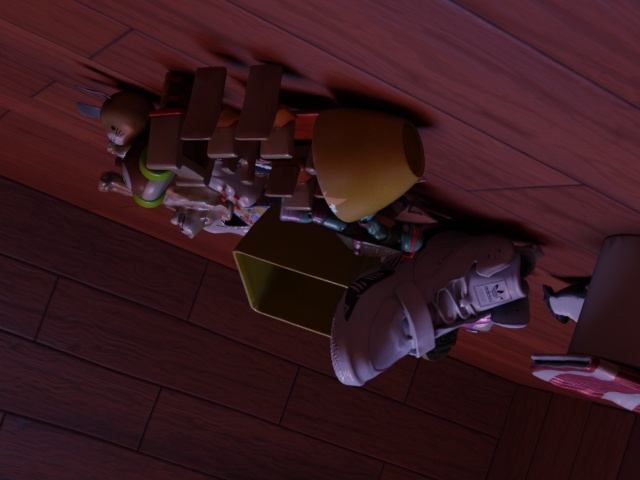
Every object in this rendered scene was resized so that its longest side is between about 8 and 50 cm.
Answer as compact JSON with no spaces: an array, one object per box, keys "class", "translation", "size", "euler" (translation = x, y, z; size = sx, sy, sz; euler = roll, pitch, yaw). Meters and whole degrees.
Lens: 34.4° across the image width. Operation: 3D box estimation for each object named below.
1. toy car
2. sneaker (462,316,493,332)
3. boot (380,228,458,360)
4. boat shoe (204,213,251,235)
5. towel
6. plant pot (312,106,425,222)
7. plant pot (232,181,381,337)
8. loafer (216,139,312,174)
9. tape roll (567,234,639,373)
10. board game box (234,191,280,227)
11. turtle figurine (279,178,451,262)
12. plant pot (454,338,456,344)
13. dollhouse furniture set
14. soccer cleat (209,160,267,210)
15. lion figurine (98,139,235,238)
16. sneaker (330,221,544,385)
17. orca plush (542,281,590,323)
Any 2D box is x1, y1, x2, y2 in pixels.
[{"class":"toy car","translation":[-0.285,-0.161,1.532],"size":[0.188,0.149,0.155],"euler":[32,159,-4]},{"class":"sneaker","translation":[0.259,0.121,1.867],"size":[0.252,0.103,0.111],"euler":[-15,127,42]},{"class":"boot","translation":[0.129,0.081,1.849],"size":[0.089,0.236,0.269],"euler":[2,-179,-36]},{"class":"boat shoe","translation":[-0.212,-0.048,2.362],"size":[0.184,0.066,0.063],"euler":[19,158,27]},{"class":"towel","translation":[0.461,0.221,1.374],"size":[0.329,0.037,0.237],"euler":[21,171,-5]},{"class":"plant pot","translation":[0.063,-0.094,1.180],"size":[0.095,0.134,0.134],"euler":[-11,158,25]},{"class":"plant pot","translation":[0.002,0.025,1.734],"size":[0.212,0.187,0.212],"euler":[18,152,16]},{"class":"loafer","translation":[-0.109,-0.133,1.456],"size":[0.223,0.076,0.078],"euler":[16,164,-1]},{"class":"tape roll","translation":[0.469,0.113,1.372],"size":[0.246,0.169,0.246],"euler":[20,171,3]},{"class":"board game box","translation":[-0.071,-0.028,2.035],"size":[0.136,0.035,0.201],"euler":[0,150,43]},{"class":"turtle figurine","translation":[0.066,-0.035,1.479],"size":[0.234,0.118,0.175],"euler":[11,172,8]},{"class":"plant pot","translation":[0.219,0.164,2.347],"size":[0.166,0.188,0.188],"euler":[9,174,-10]},{"class":"dollhouse furniture set","translation":[-0.086,-0.142,1.299],"size":[0.259,0.135,0.262],"euler":[3,165,28]},{"class":"soccer cleat","translation":[-0.178,-0.127,1.736],"size":[0.196,0.076,0.068],"euler":[35,153,12]},{"class":"lion figurine","translation":[-0.285,-0.113,1.938],"size":[0.240,0.142,0.392],"euler":[14,-172,-11]},{"class":"sneaker","translation":[0.178,0.090,1.530],"size":[0.210,0.366,0.137],"euler":[3,122,39]},{"class":"orca plush","translation":[0.484,0.126,1.686],"size":[0.102,0.151,0.287],"euler":[-10,179,-19]}]
